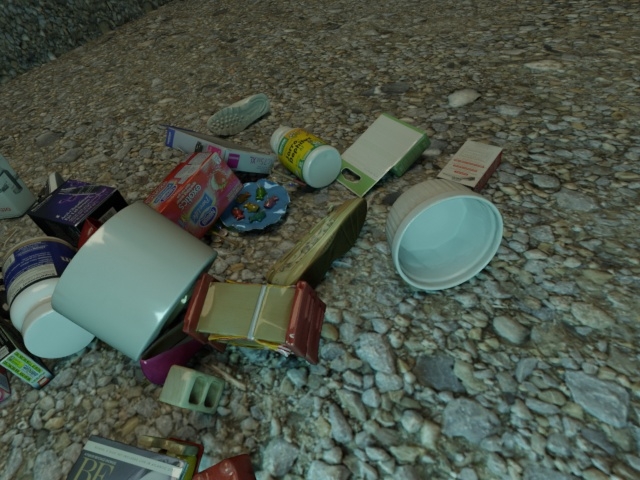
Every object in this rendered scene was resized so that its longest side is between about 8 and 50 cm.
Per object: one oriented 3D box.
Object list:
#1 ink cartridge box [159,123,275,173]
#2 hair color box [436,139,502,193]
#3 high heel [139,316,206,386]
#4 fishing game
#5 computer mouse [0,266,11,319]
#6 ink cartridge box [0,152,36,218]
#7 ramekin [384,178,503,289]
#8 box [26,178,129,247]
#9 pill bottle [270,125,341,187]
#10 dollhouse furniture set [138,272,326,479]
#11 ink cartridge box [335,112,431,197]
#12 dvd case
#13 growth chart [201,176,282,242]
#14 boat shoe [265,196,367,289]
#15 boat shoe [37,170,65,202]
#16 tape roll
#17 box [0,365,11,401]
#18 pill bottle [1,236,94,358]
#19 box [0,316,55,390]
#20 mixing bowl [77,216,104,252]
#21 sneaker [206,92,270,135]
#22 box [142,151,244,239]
[{"bbox_3d":[-0.305,-0.263,1.192,0.311,0.065,0.186,27,18,32],"label":"ink cartridge box"},{"bbox_3d":[0.360,-0.170,1.003,0.093,0.053,0.167,25,55,31],"label":"hair color box"},{"bbox_3d":[-0.251,0.158,0.786,0.082,0.117,0.244,8,49,22],"label":"high heel"},{"bbox_3d":[-0.171,-0.099,1.049,0.189,0.041,0.264,29,60,31],"label":"fishing game"},{"bbox_3d":[-0.743,0.113,0.991,0.071,0.041,0.242,3,22,-46],"label":"computer mouse"},{"bbox_3d":[-0.998,-0.174,1.235,0.159,0.217,0.092,-5,40,10],"label":"ink cartridge box"},{"bbox_3d":[0.222,-0.018,0.788,0.208,0.207,0.109,-17,34,-2],"label":"ramekin"},{"bbox_3d":[-0.642,-0.069,1.119,0.207,0.108,0.153,11,50,23],"label":"box"},{"bbox_3d":[-0.048,-0.236,1.126,0.118,0.117,0.208,-32,47,-17],"label":"pill bottle"},{"bbox_3d":[-0.133,0.248,0.677,0.202,0.152,0.373,4,65,18],"label":"dollhouse furniture set"},{"bbox_3d":[0.150,-0.221,1.109,0.235,0.056,0.171,-47,49,0],"label":"ink cartridge box"},{"bbox_3d":[-0.286,0.377,0.523,0.165,0.018,0.221,5,50,18],"label":"dvd case"},{"bbox_3d":[-0.208,-0.078,1.080,0.238,0.021,0.171,-20,46,-4],"label":"growth chart"},{"bbox_3d":[0.000,0.000,0.889,0.089,0.104,0.285,26,57,30],"label":"boat shoe"},{"bbox_3d":[-0.809,-0.125,1.246,0.076,0.080,0.228,-24,53,-11],"label":"boat shoe"},{"bbox_3d":[-0.329,0.074,0.766,0.169,0.246,0.246,36,55,-5],"label":"tape roll"},{"bbox_3d":[-0.762,0.222,0.830,0.142,0.154,0.300,-36,49,-20],"label":"box"},{"bbox_3d":[-0.576,0.116,0.887,0.153,0.153,0.265,-33,48,-18],"label":"pill bottle"},{"bbox_3d":[-0.628,0.209,0.835,0.207,0.114,0.036,25,56,32],"label":"box"},{"bbox_3d":[-0.478,0.036,0.948,0.182,0.181,0.098,29,81,35],"label":"mixing bowl"},{"bbox_3d":[-0.285,-0.427,1.414,0.235,0.090,0.095,-32,34,-22],"label":"sneaker"},{"bbox_3d":[-0.326,-0.086,1.002,0.128,0.122,0.256,9,56,43],"label":"box"}]
